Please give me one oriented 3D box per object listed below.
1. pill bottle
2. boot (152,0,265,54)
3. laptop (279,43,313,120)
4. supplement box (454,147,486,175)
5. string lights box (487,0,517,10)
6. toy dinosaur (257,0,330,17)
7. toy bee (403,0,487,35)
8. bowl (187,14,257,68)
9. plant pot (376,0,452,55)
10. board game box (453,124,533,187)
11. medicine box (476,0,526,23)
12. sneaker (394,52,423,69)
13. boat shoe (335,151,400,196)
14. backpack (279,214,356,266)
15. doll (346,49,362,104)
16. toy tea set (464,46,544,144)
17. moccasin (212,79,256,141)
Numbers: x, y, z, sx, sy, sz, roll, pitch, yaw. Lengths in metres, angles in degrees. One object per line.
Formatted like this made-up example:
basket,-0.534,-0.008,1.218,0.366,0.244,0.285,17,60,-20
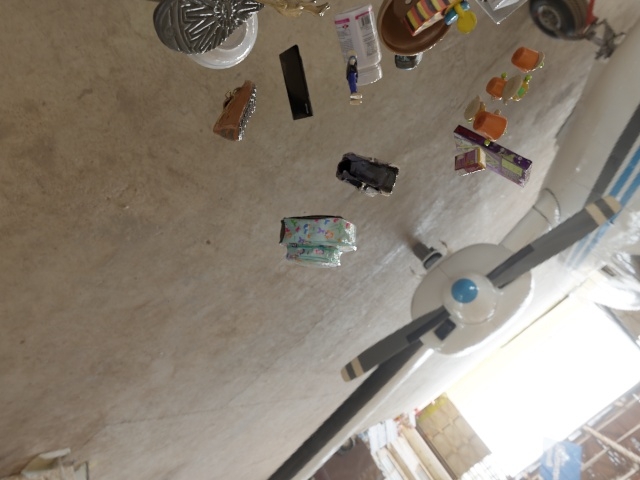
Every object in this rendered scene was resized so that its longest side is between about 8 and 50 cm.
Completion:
pill bottle,0.165,-0.812,1.692,0.160,0.160,0.283,-30,125,-16
boot,-0.413,-0.668,1.085,0.367,0.445,0.146,-46,154,-31
laptop,-0.056,-0.572,1.483,0.264,0.136,0.234,-40,122,-57
supplement box,0.460,-0.240,1.247,0.083,0.055,0.043,-13,150,42
string lights box,0.317,-0.580,0.729,0.076,0.260,0.133,-28,178,-20
toy dinosaur,-0.074,-0.463,0.782,0.092,0.183,0.053,122,-22,-85
toy bee,0.360,-0.665,1.056,0.298,0.195,0.162,-55,-172,-10
bowl,-0.330,-0.715,1.341,0.297,0.134,0.298,-16,127,-22
plant pot,0.278,-0.694,1.220,0.237,0.110,0.237,-9,152,-5
board game box,0.743,-0.366,1.760,0.056,0.347,0.208,-51,154,-1
medicine box,0.515,-0.892,1.272,0.263,0.289,0.149,13,149,-40
sneaker,0.370,-0.812,1.516,0.140,0.125,0.341,57,51,-64
boat shoe,0.125,-0.213,1.248,0.340,0.158,0.127,-130,-121,-82
backpack,0.000,0.000,1.444,0.253,0.191,0.225,-8,166,24
doll,0.110,-0.565,1.388,0.046,0.189,0.129,-4,169,-1
toy tea set,0.674,-0.511,1.455,0.124,0.200,0.336,18,139,-18
moccasin,-0.368,-0.572,1.754,0.146,0.380,0.139,12,147,-1
